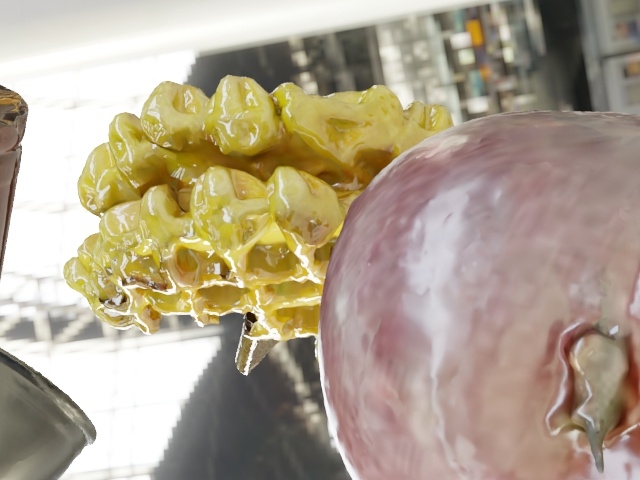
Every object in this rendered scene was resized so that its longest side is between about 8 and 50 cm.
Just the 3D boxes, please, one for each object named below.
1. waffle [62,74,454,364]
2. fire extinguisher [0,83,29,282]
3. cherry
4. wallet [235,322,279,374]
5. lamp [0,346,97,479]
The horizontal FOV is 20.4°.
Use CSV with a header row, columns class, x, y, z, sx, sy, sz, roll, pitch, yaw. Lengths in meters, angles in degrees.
class,x,y,z,sx,sy,sz,roll,pitch,yaw
waffle,0.000,0.000,1.224,0.324,0.261,0.151,12,-109,-34
fire extinguisher,-0.301,0.043,1.396,0.114,0.135,0.337,-41,-32,-64
cherry,0.131,0.048,0.781,0.307,0.261,0.221,-45,-27,-64
wallet,-0.030,0.043,1.771,0.039,0.133,0.243,43,158,11
lamp,-0.231,0.163,0.933,0.227,0.172,0.147,-59,8,-19
